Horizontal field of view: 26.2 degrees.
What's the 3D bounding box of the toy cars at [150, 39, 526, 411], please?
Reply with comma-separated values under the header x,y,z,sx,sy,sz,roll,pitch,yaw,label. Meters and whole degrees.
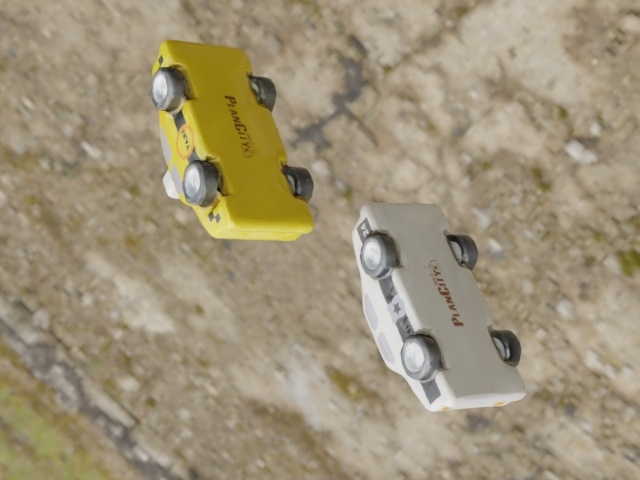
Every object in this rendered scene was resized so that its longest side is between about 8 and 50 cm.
x,y,z,sx,sy,sz,roll,pitch,yaw,label
0.000,0.000,1.095,0.393,0.176,0.087,39,131,-1,toy cars
